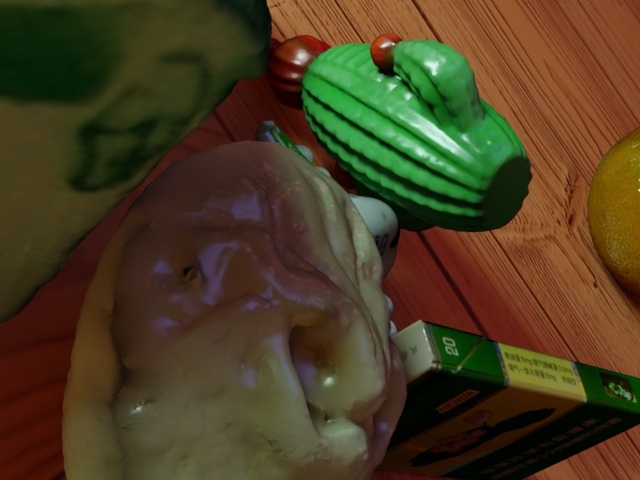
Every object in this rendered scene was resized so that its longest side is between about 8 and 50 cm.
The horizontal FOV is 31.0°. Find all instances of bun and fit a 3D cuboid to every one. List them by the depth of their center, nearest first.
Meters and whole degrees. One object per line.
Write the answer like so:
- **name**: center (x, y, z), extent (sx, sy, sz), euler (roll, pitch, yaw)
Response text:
- **bun**: center (-0.027, 0.066, 0.548), extent (0.133, 0.231, 0.231), euler (11, 34, 14)

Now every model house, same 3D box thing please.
- **model house**: center (-0.182, -0.165, 0.498), extent (0.194, 0.267, 0.325), euler (12, 52, -41)

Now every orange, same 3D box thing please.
- **orange**: center (0.356, -0.024, 1.114), extent (0.206, 0.206, 0.206), euler (31, 41, -31)

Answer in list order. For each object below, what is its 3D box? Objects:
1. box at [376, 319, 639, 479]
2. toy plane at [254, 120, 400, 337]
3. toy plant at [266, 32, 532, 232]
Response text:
- **box**: center (0.095, 0.110, 0.729), extent (0.235, 0.132, 0.034), euler (16, 50, -42)
- **toy plane**: center (-0.002, 0.002, 0.751), extent (0.174, 0.080, 0.174), euler (37, 34, -31)
- **toy plant**: center (0.046, -0.074, 0.810), extent (0.088, 0.240, 0.155), euler (-37, 115, -24)
